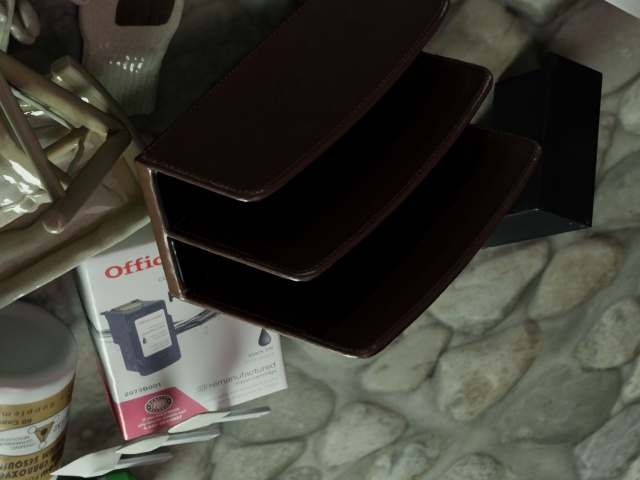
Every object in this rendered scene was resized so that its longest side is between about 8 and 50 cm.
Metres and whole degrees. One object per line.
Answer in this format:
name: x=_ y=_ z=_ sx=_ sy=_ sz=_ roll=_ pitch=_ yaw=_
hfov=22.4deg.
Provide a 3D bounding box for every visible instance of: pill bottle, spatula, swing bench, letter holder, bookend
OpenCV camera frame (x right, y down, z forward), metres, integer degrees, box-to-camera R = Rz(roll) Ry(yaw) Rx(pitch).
pill bottle: x=-0.307 y=0.181 z=1.527 sx=0.131 sy=0.131 sz=0.229 roll=-2 pitch=127 yaw=-23
spatula: x=-0.149 y=0.195 z=1.592 sx=0.168 sy=0.019 sz=0.242 roll=-27 pitch=170 yaw=13
swing bench: x=-0.291 y=-0.030 z=1.298 sx=0.253 sy=0.165 sz=0.254 roll=-29 pitch=175 yaw=14
letter holder: x=0.032 y=-0.069 z=1.337 sx=0.302 sy=0.214 sz=0.152 roll=-47 pitch=142 yaw=-36
bookend: x=0.189 y=-0.083 z=1.571 sx=0.072 sy=0.156 sz=0.157 roll=16 pitch=162 yaw=-34

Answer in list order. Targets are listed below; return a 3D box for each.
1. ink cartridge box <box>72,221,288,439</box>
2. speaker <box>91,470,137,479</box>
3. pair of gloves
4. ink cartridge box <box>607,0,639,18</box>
ink cartridge box: x=-0.136 y=0.053 z=1.524 sx=0.172 sy=0.100 sz=0.237 roll=-17 pitch=131 yaw=-12
speaker: x=-0.308 y=0.350 z=1.665 sx=0.296 sy=0.131 sz=0.131 roll=-26 pitch=132 yaw=-4
pair of gloves: x=-0.225 y=-0.190 z=1.331 sx=0.240 sy=0.042 sz=0.204 roll=4 pitch=124 yaw=-26
ink cartridge box: x=0.262 y=-0.299 z=1.436 sx=0.203 sy=0.086 sz=0.148 roll=19 pitch=116 yaw=-34
